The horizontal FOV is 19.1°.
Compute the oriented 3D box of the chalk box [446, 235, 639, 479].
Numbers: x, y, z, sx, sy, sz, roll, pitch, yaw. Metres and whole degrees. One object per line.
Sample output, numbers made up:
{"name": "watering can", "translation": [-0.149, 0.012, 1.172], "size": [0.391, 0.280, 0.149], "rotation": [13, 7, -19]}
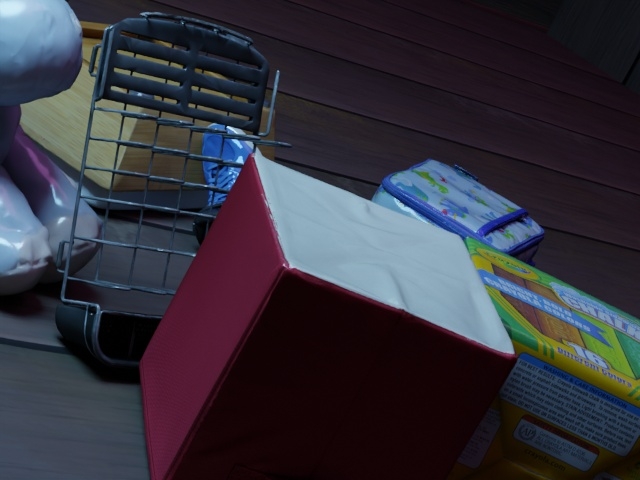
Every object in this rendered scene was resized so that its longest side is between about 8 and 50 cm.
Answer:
{"name": "chalk box", "translation": [0.158, 0.126, 1.511], "size": [0.180, 0.179, 0.289], "rotation": [25, 16, -8]}

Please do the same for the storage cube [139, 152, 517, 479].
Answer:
{"name": "storage cube", "translation": [-0.001, 0.085, 1.329], "size": [0.184, 0.193, 0.215], "rotation": [22, 20, -19]}

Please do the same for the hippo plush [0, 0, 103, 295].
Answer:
{"name": "hippo plush", "translation": [-0.259, -0.116, 1.503], "size": [0.234, 0.236, 0.294], "rotation": [15, 19, -37]}

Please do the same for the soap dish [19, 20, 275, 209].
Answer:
{"name": "soap dish", "translation": [-0.195, -0.130, 1.880], "size": [0.229, 0.118, 0.291], "rotation": [34, 18, 24]}

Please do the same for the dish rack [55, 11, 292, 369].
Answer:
{"name": "dish rack", "translation": [-0.104, -0.036, 1.478], "size": [0.074, 0.271, 0.208], "rotation": [9, 0, 41]}

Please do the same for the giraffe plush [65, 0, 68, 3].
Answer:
{"name": "giraffe plush", "translation": [-0.352, -0.288, 2.129], "size": [0.170, 0.181, 0.210], "rotation": [31, -22, -25]}

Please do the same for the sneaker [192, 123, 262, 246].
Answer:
{"name": "sneaker", "translation": [-0.088, -0.040, 1.783], "size": [0.084, 0.058, 0.152], "rotation": [-8, 77, -58]}

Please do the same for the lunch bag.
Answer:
{"name": "lunch bag", "translation": [0.153, -0.011, 2.128], "size": [0.176, 0.090, 0.219], "rotation": [34, 18, 15]}
